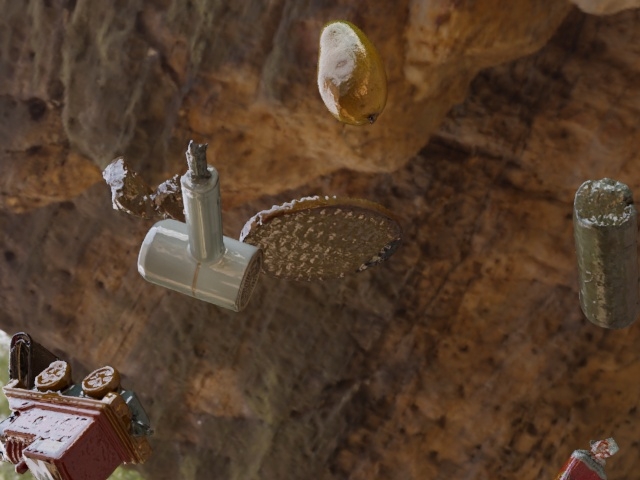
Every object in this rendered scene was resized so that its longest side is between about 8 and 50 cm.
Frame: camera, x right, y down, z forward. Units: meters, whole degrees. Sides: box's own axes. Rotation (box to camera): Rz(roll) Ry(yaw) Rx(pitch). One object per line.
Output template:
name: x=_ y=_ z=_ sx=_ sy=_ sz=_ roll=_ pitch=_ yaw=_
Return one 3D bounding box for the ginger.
ginger: x=-0.337 y=-0.090 z=1.610 sx=0.122 sy=0.290 sz=0.084 roll=-66 pitch=-20 yaw=5

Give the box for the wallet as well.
wallet: x=-0.659 y=0.368 z=1.851 sx=0.221 sy=0.072 sz=0.262 roll=91 pitch=172 yaw=-66

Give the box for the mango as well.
mango: x=0.041 y=-0.239 z=1.120 sx=0.066 sy=0.101 sz=0.187 roll=16 pitch=-127 yaw=-54

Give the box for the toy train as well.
toy train: x=-0.475 y=0.363 z=1.507 sx=0.231 sy=0.369 sz=0.163 roll=-49 pitch=-52 yaw=-45

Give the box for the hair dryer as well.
hair dryer: x=-0.176 y=-0.034 z=1.130 sx=0.357 sy=0.173 sz=0.107 roll=98 pitch=-169 yaw=-55

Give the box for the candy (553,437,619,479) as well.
candy: x=0.505 y=0.512 z=1.598 sx=0.292 sy=0.086 sz=0.059 roll=-52 pitch=-7 yaw=-11

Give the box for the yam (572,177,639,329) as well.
yam: x=0.416 y=0.023 z=1.149 sx=0.093 sy=0.093 sz=0.259 roll=-56 pitch=-36 yaw=-26

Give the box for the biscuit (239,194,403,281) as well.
biscuit: x=0.000 y=0.000 z=1.520 sx=0.318 sy=0.318 sz=0.040 roll=65 pitch=-163 yaw=-61
